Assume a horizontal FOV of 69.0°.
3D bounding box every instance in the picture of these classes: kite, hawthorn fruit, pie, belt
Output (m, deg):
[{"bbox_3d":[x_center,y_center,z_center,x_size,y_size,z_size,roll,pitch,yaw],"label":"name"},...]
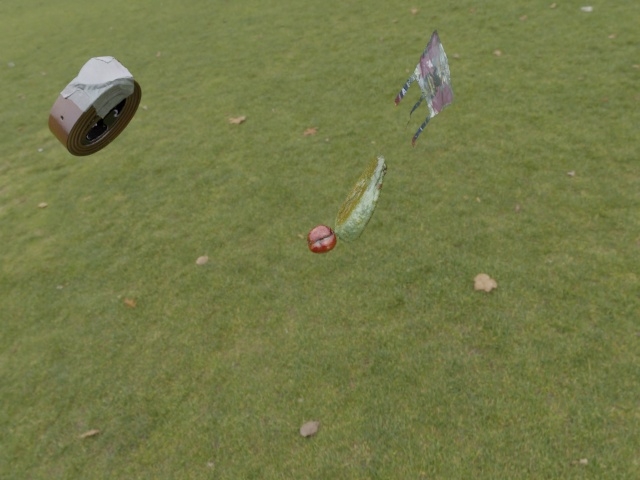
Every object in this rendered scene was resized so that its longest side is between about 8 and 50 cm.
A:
[{"bbox_3d":[0.271,-0.386,1.199,0.022,0.204,0.360,-1,39,37],"label":"kite"},{"bbox_3d":[0.000,0.000,1.361,0.092,0.093,0.093,-8,39,6],"label":"hawthorn fruit"},{"bbox_3d":[0.136,-0.137,1.519,0.070,0.323,0.323,28,43,-9],"label":"pie"},{"bbox_3d":[-0.750,-0.446,1.556,0.122,0.217,0.339,44,97,11],"label":"belt"}]
